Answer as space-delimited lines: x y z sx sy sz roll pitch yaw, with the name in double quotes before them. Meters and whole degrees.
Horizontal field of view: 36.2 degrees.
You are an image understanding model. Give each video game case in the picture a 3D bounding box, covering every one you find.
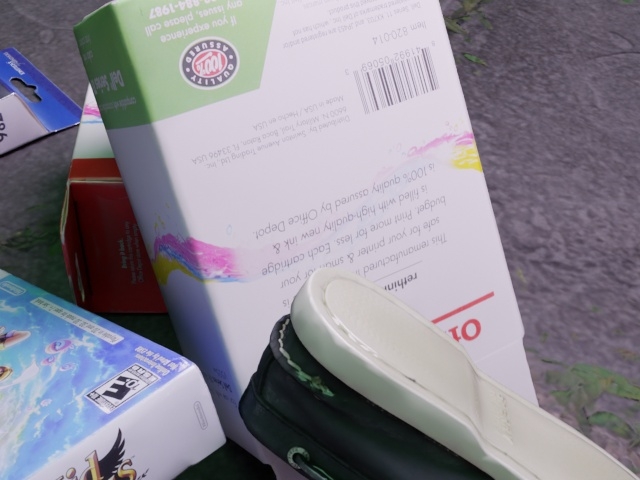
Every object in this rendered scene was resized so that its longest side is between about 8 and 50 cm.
"video game case" -0.231 0.119 0.559 0.244 0.061 0.269 -35 31 -31

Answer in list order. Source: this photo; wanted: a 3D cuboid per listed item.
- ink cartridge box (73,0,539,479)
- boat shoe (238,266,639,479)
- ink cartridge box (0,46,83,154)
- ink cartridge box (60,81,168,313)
"ink cartridge box" 0.000 0.000 0.639 0.207 0.353 0.119 -21 13 -23
"boat shoe" 0.098 0.160 0.536 0.340 0.113 0.127 37 22 -8
"ink cartridge box" -0.389 -0.106 0.863 0.332 0.065 0.165 -30 51 -30
"ink cartridge box" -0.138 -0.038 0.745 0.078 0.134 0.231 -1 44 -3
